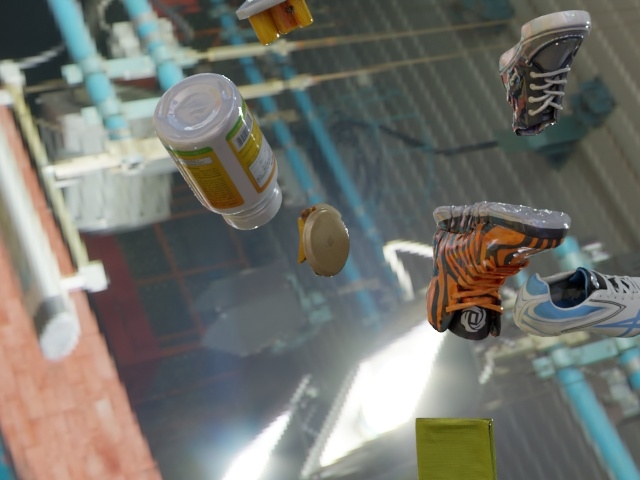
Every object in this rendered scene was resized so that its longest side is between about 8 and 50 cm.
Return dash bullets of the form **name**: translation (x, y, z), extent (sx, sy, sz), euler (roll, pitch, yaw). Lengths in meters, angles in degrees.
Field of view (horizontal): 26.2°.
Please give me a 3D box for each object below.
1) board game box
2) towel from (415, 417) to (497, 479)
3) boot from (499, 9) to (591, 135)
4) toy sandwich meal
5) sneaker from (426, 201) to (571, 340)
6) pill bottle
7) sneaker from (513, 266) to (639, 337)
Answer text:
- **board game box**: translation (0.117, -0.357, 1.605), extent (0.390, 0.390, 0.050), euler (-68, 135, -69)
- **towel**: translation (0.172, 0.340, 1.729), extent (0.102, 0.021, 0.237), euler (-2, -85, 14)
- **boot**: translation (0.227, -0.163, 1.361), extent (0.190, 0.069, 0.086), euler (117, -34, -81)
- **toy sandwich meal**: translation (0.000, 0.000, 1.532), extent (0.029, 0.085, 0.086), euler (-8, -86, 41)
- **sneaker**: translation (0.231, 0.045, 1.814), extent (0.321, 0.124, 0.180), euler (175, -77, -77)
- **pill bottle**: translation (-0.145, -0.125, 2.074), extent (0.136, 0.136, 0.246), euler (50, -7, 39)
- **sneaker**: translation (0.353, 0.072, 1.735), extent (0.085, 0.237, 0.086), euler (61, -36, 40)
